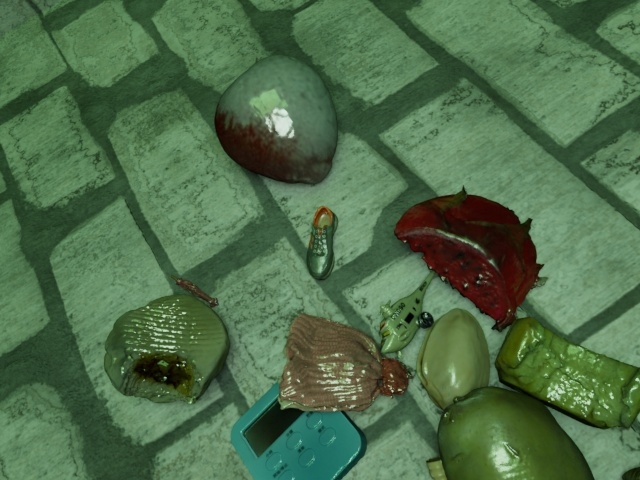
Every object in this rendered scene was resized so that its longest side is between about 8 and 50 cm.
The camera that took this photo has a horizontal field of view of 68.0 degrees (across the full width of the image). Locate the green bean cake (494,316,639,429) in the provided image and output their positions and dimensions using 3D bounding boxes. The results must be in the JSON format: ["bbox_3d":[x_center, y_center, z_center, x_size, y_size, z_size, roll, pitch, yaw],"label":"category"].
[{"bbox_3d":[0.461,0.255,0.904,0.236,0.233,0.124,24,79,22],"label":"green bean cake"}]

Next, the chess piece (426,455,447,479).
[{"bbox_3d":[0.257,0.493,0.937,0.066,0.066,0.122,-15,70,6],"label":"chess piece"}]

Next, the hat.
[{"bbox_3d":[0.056,0.280,1.035,0.287,0.107,0.236,10,49,0],"label":"hat"}]

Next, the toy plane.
[{"bbox_3d":[0.209,0.141,1.074,0.108,0.092,0.286,44,62,0],"label":"toy plane"}]

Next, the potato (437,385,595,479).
[{"bbox_3d":[0.351,0.423,0.843,0.243,0.221,0.326,-14,73,-11],"label":"potato"}]

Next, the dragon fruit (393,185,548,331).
[{"bbox_3d":[0.368,-0.006,1.082,0.344,0.100,0.282,41,65,11],"label":"dragon fruit"}]

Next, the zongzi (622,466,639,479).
[{"bbox_3d":[0.699,0.440,0.836,0.256,0.115,0.228,-42,60,-15],"label":"zongzi"}]

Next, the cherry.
[{"bbox_3d":[-0.101,-0.323,1.267,0.335,0.291,0.326,23,79,11],"label":"cherry"}]

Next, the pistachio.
[{"bbox_3d":[0.280,0.254,1.005,0.152,0.126,0.223,12,61,-6],"label":"pistachio"}]

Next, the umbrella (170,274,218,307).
[{"bbox_3d":[-0.334,0.130,1.249,0.165,0.025,0.027,26,57,20],"label":"umbrella"}]

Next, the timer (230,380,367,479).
[{"bbox_3d":[-0.056,0.425,1.021,0.232,0.091,0.250,-45,61,-8],"label":"timer"}]

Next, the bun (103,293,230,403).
[{"bbox_3d":[-0.353,0.262,1.095,0.282,0.204,0.281,13,39,-10],"label":"bun"}]

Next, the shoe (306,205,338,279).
[{"bbox_3d":[0.000,0.001,1.202,0.074,0.077,0.194,4,67,13],"label":"shoe"}]
